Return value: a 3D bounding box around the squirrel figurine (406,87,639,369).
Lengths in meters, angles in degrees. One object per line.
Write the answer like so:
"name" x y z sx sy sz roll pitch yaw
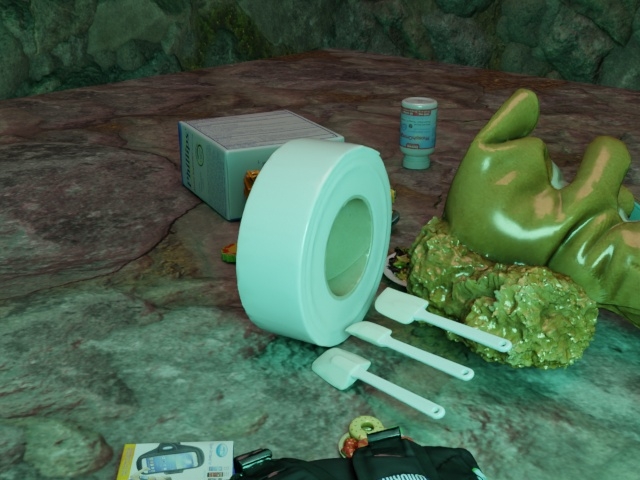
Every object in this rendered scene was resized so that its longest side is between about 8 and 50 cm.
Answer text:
"squirrel figurine" 0.336 0.042 1.191 0.370 0.281 0.397 35 66 25

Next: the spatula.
"spatula" 0.109 0.143 1.075 0.168 0.019 0.242 -39 32 -23

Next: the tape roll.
"tape roll" 0.000 0.000 1.190 0.100 0.286 0.286 12 24 27

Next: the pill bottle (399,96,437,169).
"pill bottle" 0.231 -0.254 2.023 0.087 0.160 0.087 0 21 0

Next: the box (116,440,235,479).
"box" -0.145 0.247 0.904 0.136 0.028 0.081 -3 21 -4

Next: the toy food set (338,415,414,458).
"toy food set" 0.062 0.230 0.960 0.082 0.020 0.083 11 23 26

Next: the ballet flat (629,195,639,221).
"ballet flat" 0.585 0.015 1.434 0.124 0.116 0.342 15 16 -22

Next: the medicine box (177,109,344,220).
"medicine box" -0.131 -0.170 1.811 0.263 0.149 0.289 -10 23 -26

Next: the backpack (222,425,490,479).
"backpack" 0.054 0.289 0.540 0.290 0.273 0.355 -4 0 -18

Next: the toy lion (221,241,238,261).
"toy lion" -0.124 0.014 1.506 0.096 0.034 0.100 -1 20 18

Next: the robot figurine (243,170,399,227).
"robot figurine" 0.010 -0.083 1.626 0.291 0.085 0.211 -8 45 -15

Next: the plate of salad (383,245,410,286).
"plate of salad" 0.202 0.039 1.422 0.199 0.048 0.200 0 22 0
